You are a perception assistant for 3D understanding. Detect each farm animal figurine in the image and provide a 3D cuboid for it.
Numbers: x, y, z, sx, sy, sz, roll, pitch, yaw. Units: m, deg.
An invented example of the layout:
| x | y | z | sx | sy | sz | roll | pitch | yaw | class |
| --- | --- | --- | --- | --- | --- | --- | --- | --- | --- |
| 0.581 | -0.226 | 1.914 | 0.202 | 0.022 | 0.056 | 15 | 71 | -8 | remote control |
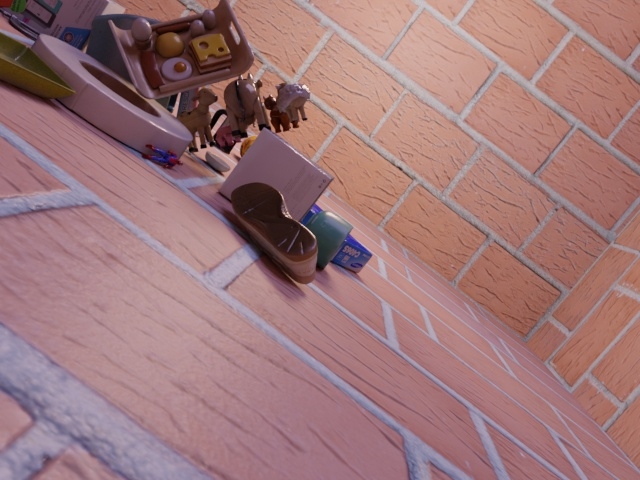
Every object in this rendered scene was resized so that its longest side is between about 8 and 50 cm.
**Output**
| x | y | z | sx | sy | sz | roll | pitch | yaw | class |
| --- | --- | --- | --- | --- | --- | --- | --- | --- | --- |
| -0.216 | -0.356 | 1.557 | 0.327 | 0.330 | 0.172 | -165 | -119 | -75 | farm animal figurine |

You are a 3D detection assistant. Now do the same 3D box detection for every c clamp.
| x | y | z | sx | sy | sz | roll | pitch | yaw | class |
| --- | --- | --- | --- | --- | --- | --- | --- | --- | --- |
| -0.766 | -0.559 | 1.566 | 0.160 | 0.022 | 0.137 | 30 | 11 | -38 | c clamp |

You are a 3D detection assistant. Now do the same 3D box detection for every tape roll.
| x | y | z | sx | sy | sz | roll | pitch | yaw | class |
| --- | --- | --- | --- | --- | --- | --- | --- | --- | --- |
| -0.470 | -0.318 | 1.337 | 0.392 | 0.072 | 0.392 | 37 | 9 | -7 | tape roll |

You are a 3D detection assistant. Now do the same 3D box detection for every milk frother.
| x | y | z | sx | sy | sz | roll | pitch | yaw | class |
| --- | --- | --- | --- | --- | --- | --- | --- | --- | --- |
| -0.332 | -0.387 | 2.049 | 0.129 | 0.135 | 0.143 | 35 | 9 | -15 | milk frother |

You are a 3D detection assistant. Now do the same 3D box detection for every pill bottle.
| x | y | z | sx | sy | sz | roll | pitch | yaw | class |
| --- | --- | --- | --- | --- | --- | --- | --- | --- | --- |
| -0.225 | -0.313 | 2.148 | 0.117 | 0.117 | 0.215 | 32 | 10 | -32 | pill bottle |

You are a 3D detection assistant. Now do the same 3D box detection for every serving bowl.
| x | y | z | sx | sy | sz | roll | pitch | yaw | class |
| --- | --- | --- | --- | --- | --- | --- | --- | --- | --- |
| -0.295 | -0.219 | 1.669 | 0.083 | 0.027 | 0.083 | 36 | 9 | -7 | serving bowl |

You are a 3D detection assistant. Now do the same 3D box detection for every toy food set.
| x | y | z | sx | sy | sz | roll | pitch | yaw | class |
| --- | --- | --- | --- | --- | --- | --- | --- | --- | --- |
| -0.343 | -0.493 | 1.463 | 0.220 | 0.306 | 0.092 | 64 | -17 | 17 | toy food set |

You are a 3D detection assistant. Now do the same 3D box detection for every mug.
| x | y | z | sx | sy | sz | roll | pitch | yaw | class |
| --- | --- | --- | --- | --- | --- | --- | --- | --- | --- |
| -0.001 | 0.001 | 1.444 | 0.097 | 0.158 | 0.129 | 35 | 33 | 2 | mug |

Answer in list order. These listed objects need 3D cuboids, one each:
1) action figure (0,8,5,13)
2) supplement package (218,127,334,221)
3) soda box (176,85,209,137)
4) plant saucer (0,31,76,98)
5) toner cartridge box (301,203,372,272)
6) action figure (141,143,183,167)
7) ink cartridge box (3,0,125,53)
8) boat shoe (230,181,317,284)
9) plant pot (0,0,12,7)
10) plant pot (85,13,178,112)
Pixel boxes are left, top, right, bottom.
| x | y | z | sx | sy | sz | roll | pitch | yaw | class |
| --- | --- | --- | --- | --- | --- | --- | --- | --- | --- |
| -0.749 | -0.611 | 1.330 | 0.164 | 0.141 | 0.276 | 46 | 0 | -33 | action figure |
| -0.105 | -0.140 | 1.469 | 0.203 | 0.194 | 0.149 | 38 | 8 | 0 | supplement package |
| -0.385 | -0.405 | 1.765 | 0.063 | 0.183 | 0.058 | 10 | -1 | 19 | soda box |
| -0.573 | -0.330 | 1.068 | 0.188 | 0.045 | 0.188 | 41 | 9 | 23 | plant saucer |
| -0.012 | -0.047 | 1.759 | 0.348 | 0.075 | 0.165 | 43 | 11 | 36 | toner cartridge box |
| -0.334 | -0.177 | 1.267 | 0.030 | 0.038 | 0.115 | 17 | 2 | 22 | action figure |
| -0.751 | -0.682 | 1.694 | 0.270 | 0.198 | 0.197 | 35 | 10 | -13 | ink cartridge box |
| -0.100 | -0.020 | 1.233 | 0.302 | 0.109 | 0.098 | 45 | -28 | 42 | boat shoe |
| -0.651 | -0.531 | 0.999 | 0.267 | 0.236 | 0.267 | 3 | 19 | -13 | plant pot |
| -0.516 | -0.510 | 1.657 | 0.252 | 0.247 | 0.248 | 17 | 14 | -12 | plant pot |
